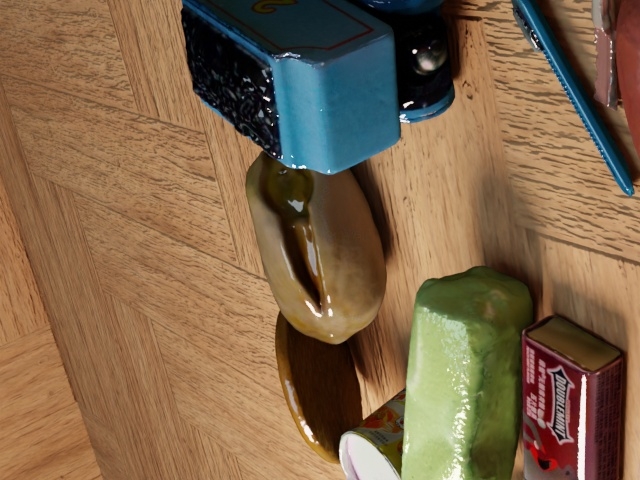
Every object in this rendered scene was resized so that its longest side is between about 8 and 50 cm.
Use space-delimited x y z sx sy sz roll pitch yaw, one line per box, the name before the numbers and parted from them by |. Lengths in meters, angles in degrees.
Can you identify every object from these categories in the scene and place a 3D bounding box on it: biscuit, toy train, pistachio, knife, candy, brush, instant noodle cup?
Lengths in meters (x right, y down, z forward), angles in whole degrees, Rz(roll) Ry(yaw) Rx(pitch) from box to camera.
biscuit | -0.004 0.198 1.760 0.037 0.262 0.262 -18 99 21
toy train | -0.002 -0.218 1.352 0.300 0.265 0.188 39 146 43
pistachio | 0.000 0.000 1.662 0.197 0.166 0.288 7 -110 -77
knife | 0.240 -0.174 1.214 0.296 0.026 0.044 62 179 5
candy | 0.177 0.196 1.476 0.132 0.142 0.343 17 121 26
brush | 0.260 -0.249 1.102 0.084 0.071 0.301 -124 15 -51
instant noodle cup | 0.130 0.306 1.680 0.205 0.153 0.205 43 147 37

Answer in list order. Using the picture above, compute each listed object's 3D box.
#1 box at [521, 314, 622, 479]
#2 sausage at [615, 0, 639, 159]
box | 0.291 0.207 1.406 0.120 0.069 0.224 34 138 45
sausage | 0.319 -0.133 0.998 0.148 0.148 0.254 14 126 56
